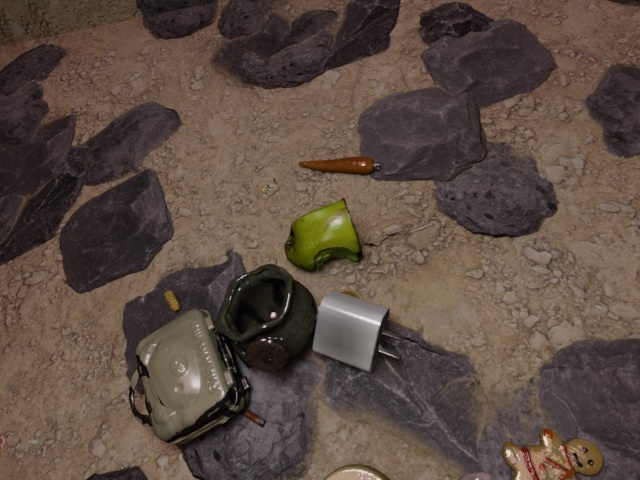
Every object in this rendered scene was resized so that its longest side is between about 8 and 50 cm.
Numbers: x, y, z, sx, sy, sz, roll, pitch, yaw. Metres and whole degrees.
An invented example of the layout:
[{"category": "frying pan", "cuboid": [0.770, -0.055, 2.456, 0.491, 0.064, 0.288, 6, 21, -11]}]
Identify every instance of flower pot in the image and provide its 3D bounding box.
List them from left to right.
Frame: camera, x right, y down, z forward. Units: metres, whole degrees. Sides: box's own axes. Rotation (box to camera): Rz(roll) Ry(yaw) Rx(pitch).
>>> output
[{"category": "flower pot", "cuboid": [-0.161, 0.239, 1.221, 0.301, 0.213, 0.302, -20, 42, 19]}]

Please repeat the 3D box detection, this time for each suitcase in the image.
[{"category": "suitcase", "cuboid": [-0.421, 0.421, 1.225, 0.339, 0.194, 0.352, -31, 61, 2]}]

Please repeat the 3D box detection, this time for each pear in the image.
[{"category": "pear", "cuboid": [0.000, 0.000, 1.334, 0.255, 0.238, 0.164, -15, 66, 2]}]

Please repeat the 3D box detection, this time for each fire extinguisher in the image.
[{"category": "fire extinguisher", "cuboid": [-0.205, 0.534, 1.219, 0.083, 0.022, 0.028, 21, 99, 22]}]

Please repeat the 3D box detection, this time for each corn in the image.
[{"category": "corn", "cuboid": [-0.531, 0.217, 1.450, 0.037, 0.037, 0.092, -35, 63, -7]}]

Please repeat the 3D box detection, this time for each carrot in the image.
[{"category": "carrot", "cuboid": [0.070, -0.291, 1.576, 0.335, 0.069, 0.069, 3, 63, 17]}]

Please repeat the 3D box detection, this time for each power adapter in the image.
[{"category": "power adapter", "cuboid": [0.119, 0.274, 1.195, 0.255, 0.124, 0.187, 15, 107, 19]}]

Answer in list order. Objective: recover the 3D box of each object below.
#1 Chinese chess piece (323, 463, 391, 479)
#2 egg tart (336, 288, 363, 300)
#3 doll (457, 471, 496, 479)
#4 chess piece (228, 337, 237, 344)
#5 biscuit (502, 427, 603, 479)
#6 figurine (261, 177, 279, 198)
[{"category": "Chinese chess piece", "cuboid": [0.096, 0.707, 1.019, 0.250, 0.097, 0.251, -5, 61, 9]}, {"category": "egg tart", "cuboid": [0.077, 0.209, 1.315, 0.128, 0.049, 0.129, -5, 60, 9]}, {"category": "doll", "cuboid": [0.408, 0.664, 0.976, 0.149, 0.095, 0.192, -36, 63, -1]}, {"category": "chess piece", "cuboid": [-0.292, 0.319, 1.344, 0.093, 0.042, 0.042, 26, 71, 30]}, {"category": "biscuit", "cuboid": [0.591, 0.563, 1.027, 0.234, 0.030, 0.153, -12, 63, 6]}, {"category": "figurine", "cuboid": [-0.205, -0.206, 1.596, 0.047, 0.051, 0.083, 35, 74, 31]}]
